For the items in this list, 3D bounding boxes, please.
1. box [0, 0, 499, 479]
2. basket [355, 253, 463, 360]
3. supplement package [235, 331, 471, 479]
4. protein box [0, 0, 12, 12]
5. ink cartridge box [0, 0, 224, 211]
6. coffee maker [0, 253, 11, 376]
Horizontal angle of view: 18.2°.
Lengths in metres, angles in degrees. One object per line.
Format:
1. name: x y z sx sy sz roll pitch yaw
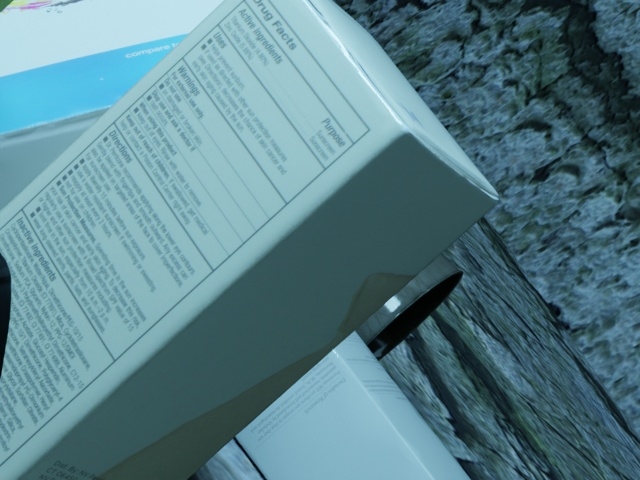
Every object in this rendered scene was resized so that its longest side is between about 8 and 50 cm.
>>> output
1. box: -0.076 0.016 1.068 0.148 0.311 0.121 56 13 32
2. basket: 0.000 0.000 1.866 0.227 0.154 0.204 47 10 10
3. supplement package: 0.025 0.164 1.506 0.179 0.105 0.105 52 10 16
4. protein box: -0.301 -0.165 1.089 0.136 0.200 0.201 36 17 -50
5. ink cartridge box: -0.136 -0.075 1.266 0.270 0.197 0.198 -118 -163 -50
6. coffee maker: -0.204 0.034 0.883 0.120 0.171 0.178 33 9 4
